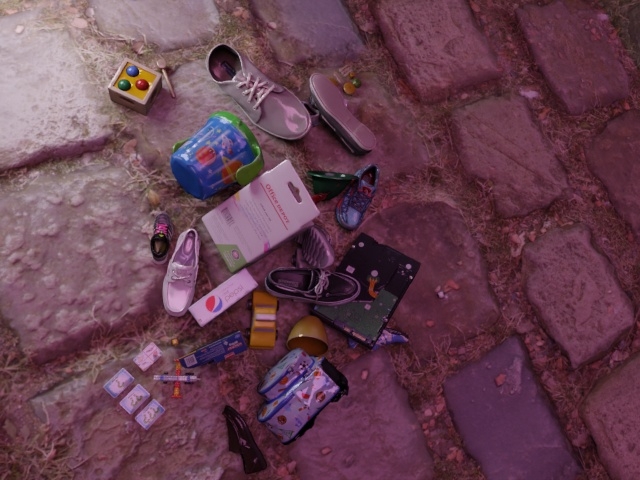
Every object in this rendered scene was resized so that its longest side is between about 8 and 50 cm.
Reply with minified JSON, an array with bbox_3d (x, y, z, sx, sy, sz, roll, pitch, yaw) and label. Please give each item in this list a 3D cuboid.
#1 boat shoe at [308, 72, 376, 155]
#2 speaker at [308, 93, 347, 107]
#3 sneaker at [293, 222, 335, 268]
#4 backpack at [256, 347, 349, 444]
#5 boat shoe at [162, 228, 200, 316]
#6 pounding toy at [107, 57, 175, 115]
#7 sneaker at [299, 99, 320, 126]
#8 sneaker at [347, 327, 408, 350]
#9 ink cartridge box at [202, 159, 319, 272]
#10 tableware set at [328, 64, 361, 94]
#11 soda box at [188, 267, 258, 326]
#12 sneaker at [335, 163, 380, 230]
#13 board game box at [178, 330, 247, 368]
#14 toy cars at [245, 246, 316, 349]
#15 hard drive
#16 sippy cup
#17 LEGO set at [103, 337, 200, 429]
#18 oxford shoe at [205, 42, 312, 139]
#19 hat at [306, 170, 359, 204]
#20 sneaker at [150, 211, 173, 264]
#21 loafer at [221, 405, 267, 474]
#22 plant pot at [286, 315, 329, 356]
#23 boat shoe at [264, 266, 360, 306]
[{"bbox_3d":[0.059,-0.434,1.902,0.335,0.095,0.112,49,57,-9],"label":"boat shoe"},{"bbox_3d":[0.029,-0.503,1.959,0.136,0.055,0.055,8,74,-13],"label":"speaker"},{"bbox_3d":[0.000,0.000,1.724,0.115,0.281,0.105,8,114,-24],"label":"sneaker"},{"bbox_3d":[-0.071,0.456,1.585,0.213,0.276,0.263,38,76,2],"label":"backpack"},{"bbox_3d":[-0.429,0.094,1.657,0.098,0.096,0.277,9,74,-13],"label":"boat shoe"},{"bbox_3d":[-0.570,-0.532,1.783,0.181,0.094,0.206,24,71,-8],"label":"pounding toy"},{"bbox_3d":[-0.083,-0.480,1.910,0.191,0.083,0.071,23,73,-7],"label":"sneaker"},{"bbox_3d":[0.188,0.325,1.784,0.211,0.080,0.081,6,81,-4],"label":"sneaker"},{"bbox_3d":[-0.167,-0.077,1.658,0.353,0.119,0.207,-31,85,21],"label":"ink cartridge box"},{"bbox_3d":[0.080,-0.583,2.014,0.154,0.024,0.104,-43,93,-22],"label":"tableware set"},{"bbox_3d":[-0.302,0.178,1.673,0.216,0.069,0.074,-36,88,-14],"label":"soda box"},{"bbox_3d":[0.134,-0.160,1.862,0.104,0.125,0.261,23,71,-8],"label":"sneaker"},{"bbox_3d":[-0.300,0.325,1.603,0.194,0.194,0.060,-24,86,1],"label":"board game box"},{"bbox_3d":[-0.109,0.177,1.728,0.176,0.087,0.393,45,69,-1],"label":"toy cars"},{"bbox_3d":[0.151,0.161,1.772,0.237,0.064,0.339,28,64,14],"label":"hard drive"},{"bbox_3d":[-0.338,-0.250,1.683,0.224,0.305,0.240,-42,102,-29],"label":"sippy cup"},{"bbox_3d":[-0.483,0.407,1.585,0.182,0.060,0.244,47,69,-4],"label":"LEGO set"},{"bbox_3d":[-0.222,-0.506,1.832,0.449,0.130,0.169,41,93,0],"label":"oxford shoe"},{"bbox_3d":[0.021,-0.142,1.856,0.209,0.173,0.183,9,102,17],"label":"hat"},{"bbox_3d":[-0.497,-0.014,1.678,0.063,0.075,0.170,6,74,-14],"label":"sneaker"},{"bbox_3d":[-0.239,0.595,1.588,0.078,0.080,0.220,-28,85,-20],"label":"loafer"},{"bbox_3d":[-0.037,0.297,1.707,0.134,0.134,0.095,15,50,-11],"label":"plant pot"},{"bbox_3d":[-0.016,0.130,1.668,0.306,0.105,0.113,11,67,-9],"label":"boat shoe"}]
